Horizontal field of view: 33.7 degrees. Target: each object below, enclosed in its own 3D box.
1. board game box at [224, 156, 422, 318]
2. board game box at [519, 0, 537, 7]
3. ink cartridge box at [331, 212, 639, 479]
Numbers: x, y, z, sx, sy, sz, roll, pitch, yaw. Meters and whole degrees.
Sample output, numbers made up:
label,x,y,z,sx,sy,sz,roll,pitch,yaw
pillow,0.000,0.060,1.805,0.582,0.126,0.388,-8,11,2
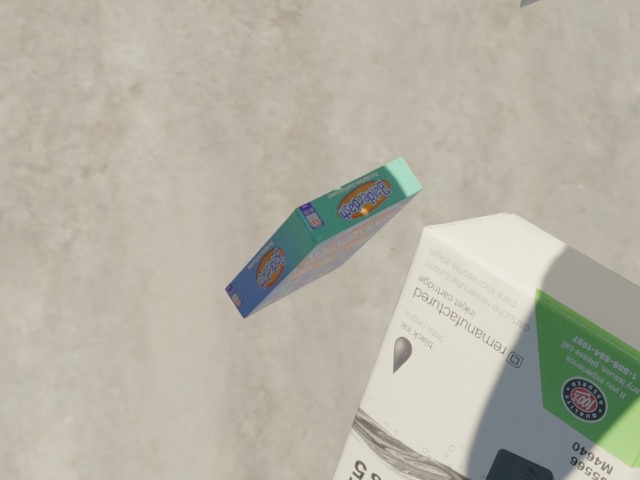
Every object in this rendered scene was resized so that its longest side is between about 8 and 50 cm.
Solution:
label,x,y,z,sx,sy,sz,roll,pitch,yaw
board game box,0.000,0.000,1.181,0.047,0.160,0.210,56,145,9
board game box,0.234,-0.262,0.898,0.033,0.168,0.133,56,142,7
ink cartridge box,0.132,0.148,0.737,0.198,0.114,0.273,34,118,33
